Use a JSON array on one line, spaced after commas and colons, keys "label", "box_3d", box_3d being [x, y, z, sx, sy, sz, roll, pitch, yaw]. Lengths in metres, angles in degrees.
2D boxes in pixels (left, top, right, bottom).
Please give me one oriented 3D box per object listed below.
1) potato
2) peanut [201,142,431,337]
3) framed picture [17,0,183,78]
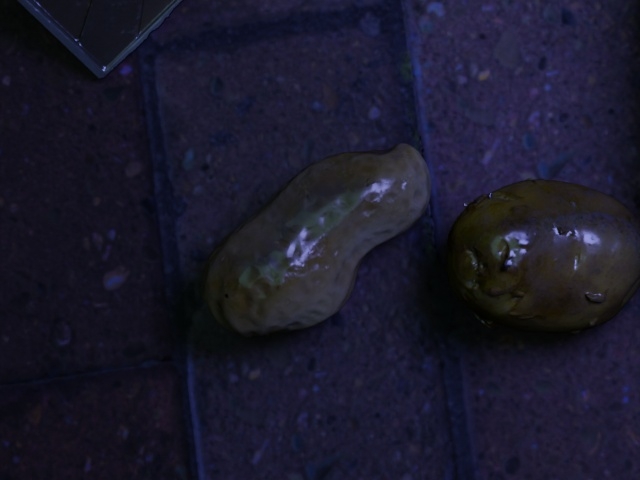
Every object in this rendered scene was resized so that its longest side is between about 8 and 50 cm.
[{"label": "potato", "box_3d": [0.193, 0.014, 1.429, 0.175, 0.137, 0.137, 9, 86, -10]}, {"label": "peanut", "box_3d": [0.000, 0.000, 1.476, 0.236, 0.110, 0.120, -36, 58, -2]}, {"label": "framed picture", "box_3d": [-0.178, -0.303, 1.529, 0.265, 0.018, 0.192, -43, 114, 3]}]
